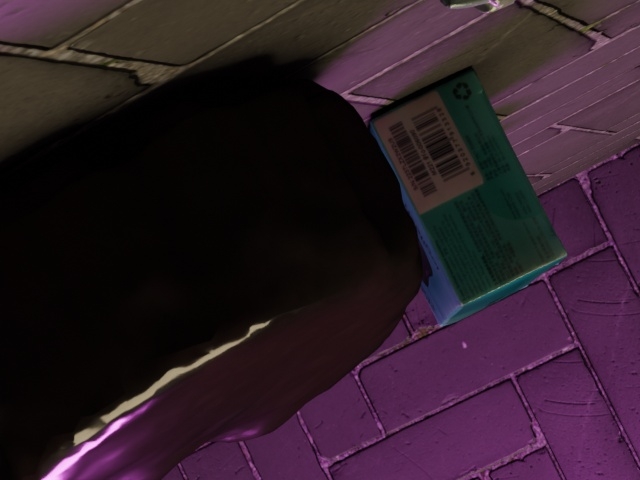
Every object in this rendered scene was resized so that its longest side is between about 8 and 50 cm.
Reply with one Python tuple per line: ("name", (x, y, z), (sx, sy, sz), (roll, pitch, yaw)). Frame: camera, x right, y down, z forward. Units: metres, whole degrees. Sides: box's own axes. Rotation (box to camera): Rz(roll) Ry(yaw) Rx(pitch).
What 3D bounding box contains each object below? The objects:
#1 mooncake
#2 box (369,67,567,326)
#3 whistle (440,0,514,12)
("mooncake", (-0.103, 0.039, 1.109), (0.350, 0.212, 0.381), (-34, 169, 24))
("box", (0.136, -0.032, 1.562), (0.118, 0.205, 0.311), (-24, 174, -2))
("whistle", (0.124, -0.177, 1.063), (0.100, 0.035, 0.035), (-21, 172, -29))
